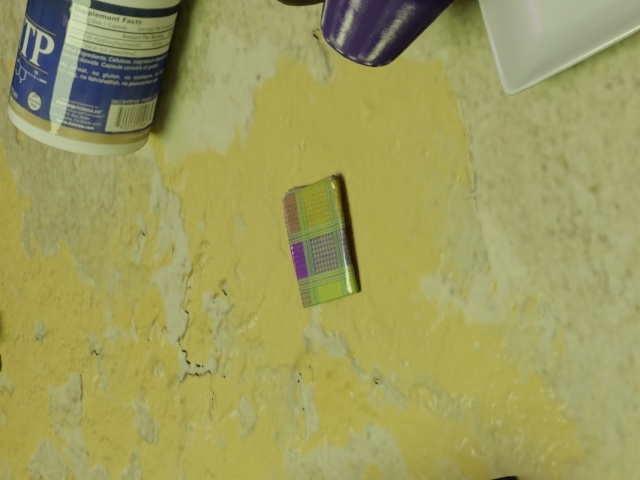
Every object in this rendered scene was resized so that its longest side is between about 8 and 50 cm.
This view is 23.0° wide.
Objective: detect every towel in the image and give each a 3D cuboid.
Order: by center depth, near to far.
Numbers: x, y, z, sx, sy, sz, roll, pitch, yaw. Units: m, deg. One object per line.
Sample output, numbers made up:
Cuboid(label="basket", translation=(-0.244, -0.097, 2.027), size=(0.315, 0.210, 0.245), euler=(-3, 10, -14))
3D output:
Cuboid(label="towel", translation=(0.000, 0.000, 1.064), size=(0.060, 0.009, 0.083), euler=(-18, 80, 49))

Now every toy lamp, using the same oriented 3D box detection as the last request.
Cuboid(label="toy lamp", translation=(0.077, -0.215, 0.854), size=(0.080, 0.080, 0.275), euler=(53, 128, 33))

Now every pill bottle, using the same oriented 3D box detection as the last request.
Cuboid(label="pill bottle", translation=(-0.162, -0.167, 1.167), size=(0.112, 0.112, 0.187), euler=(38, 121, 42))

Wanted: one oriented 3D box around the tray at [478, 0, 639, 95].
Cuboid(label="tray", translation=(0.178, -0.189, 0.816), size=(0.270, 0.030, 0.145), euler=(-27, 73, 48))

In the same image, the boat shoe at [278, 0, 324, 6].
Cuboid(label="boat shoe", translation=(0.028, -0.277, 0.927), size=(0.307, 0.110, 0.104), euler=(-49, 58, 41))

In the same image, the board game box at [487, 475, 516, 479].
Cuboid(label="board game box", translation=(-0.012, 0.201, 0.975), size=(0.243, 0.165, 0.042), euler=(-29, 71, 49))
